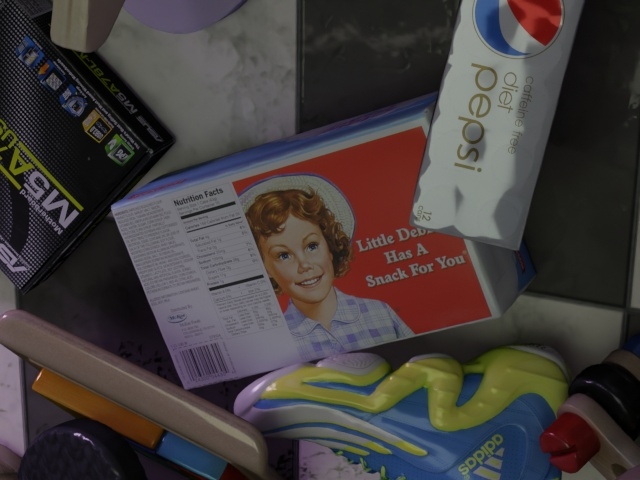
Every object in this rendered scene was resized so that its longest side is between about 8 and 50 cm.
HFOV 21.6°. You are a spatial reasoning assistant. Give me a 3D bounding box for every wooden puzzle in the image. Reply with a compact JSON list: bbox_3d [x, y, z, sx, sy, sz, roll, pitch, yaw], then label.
[{"bbox_3d":[-0.126,0.143,1.256,0.221,0.239,0.044,25,74,14],"label":"wooden puzzle"}]

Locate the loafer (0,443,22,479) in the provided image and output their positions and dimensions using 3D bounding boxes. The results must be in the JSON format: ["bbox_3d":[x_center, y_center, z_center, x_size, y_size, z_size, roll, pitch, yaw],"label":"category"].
[{"bbox_3d":[-0.222,0.280,1.406,0.268,0.092,0.102,36,120,8],"label":"loafer"}]

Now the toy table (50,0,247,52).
[{"bbox_3d":[-0.116,-0.258,1.103,0.252,0.161,0.274,4,111,23],"label":"toy table"}]

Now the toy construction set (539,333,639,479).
[{"bbox_3d":[0.274,0.195,1.041,0.257,0.309,0.237,-20,106,38],"label":"toy construction set"}]

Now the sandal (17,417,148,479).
[{"bbox_3d":[-0.149,0.303,1.300,0.167,0.107,0.446,33,135,38],"label":"sandal"}]

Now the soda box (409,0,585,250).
[{"bbox_3d":[0.114,-0.109,1.034,0.073,0.069,0.216,14,107,3],"label":"soda box"}]

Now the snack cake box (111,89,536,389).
[{"bbox_3d":[0.000,0.000,1.194,0.264,0.089,0.152,-15,102,28],"label":"snack cake box"}]

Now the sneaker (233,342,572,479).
[{"bbox_3d":[0.059,0.143,1.169,0.240,0.091,0.126,-8,74,9],"label":"sneaker"}]

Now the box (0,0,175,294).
[{"bbox_3d":[-0.234,-0.084,1.292,0.191,0.045,0.184,48,119,1],"label":"box"}]
